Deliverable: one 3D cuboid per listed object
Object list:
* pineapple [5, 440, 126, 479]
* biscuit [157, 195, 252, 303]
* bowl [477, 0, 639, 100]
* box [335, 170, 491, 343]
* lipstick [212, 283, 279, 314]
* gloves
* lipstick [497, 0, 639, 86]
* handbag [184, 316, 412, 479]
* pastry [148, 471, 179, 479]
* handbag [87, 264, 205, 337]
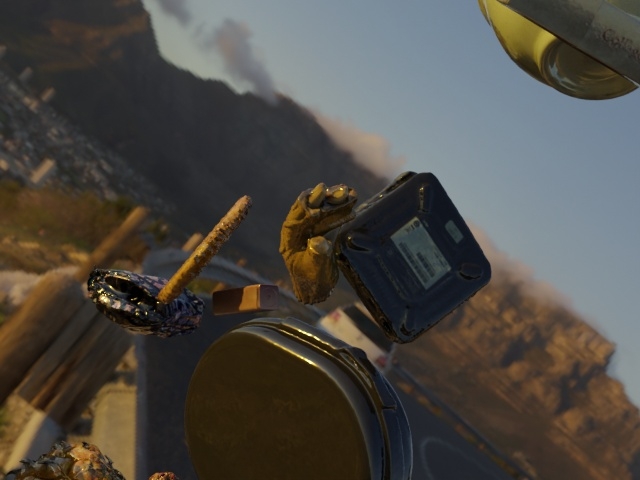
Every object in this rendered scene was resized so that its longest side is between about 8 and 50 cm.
[{"bbox_3d":[-0.486,0.566,1.762,0.352,0.300,0.352,38,-26,22],"label":"pineapple"},{"bbox_3d":[-0.206,0.020,1.656,0.035,0.254,0.254,41,-2,-7],"label":"biscuit"},{"bbox_3d":[0.457,-0.360,1.510,0.435,0.196,0.435,11,-29,6],"label":"bowl"},{"bbox_3d":[0.228,0.038,2.304,0.359,0.350,0.091,56,-21,-6],"label":"box"},{"bbox_3d":[-0.130,0.104,1.584,0.045,0.045,0.145,3,-9,-38],"label":"lipstick"},{"bbox_3d":[-0.015,0.002,2.095,0.155,0.203,0.356,16,-43,2],"label":"gloves"},{"bbox_3d":[0.422,-0.288,1.319,0.371,0.076,0.080,24,18,-17],"label":"lipstick"},{"bbox_3d":[-0.028,0.219,1.049,0.308,0.254,0.093,22,13,38],"label":"handbag"},{"bbox_3d":[-0.360,0.568,1.961,0.087,0.169,0.063,29,22,-2],"label":"pastry"},{"bbox_3d":[-0.372,0.132,1.929,0.228,0.127,0.208,18,0,25],"label":"handbag"}]
